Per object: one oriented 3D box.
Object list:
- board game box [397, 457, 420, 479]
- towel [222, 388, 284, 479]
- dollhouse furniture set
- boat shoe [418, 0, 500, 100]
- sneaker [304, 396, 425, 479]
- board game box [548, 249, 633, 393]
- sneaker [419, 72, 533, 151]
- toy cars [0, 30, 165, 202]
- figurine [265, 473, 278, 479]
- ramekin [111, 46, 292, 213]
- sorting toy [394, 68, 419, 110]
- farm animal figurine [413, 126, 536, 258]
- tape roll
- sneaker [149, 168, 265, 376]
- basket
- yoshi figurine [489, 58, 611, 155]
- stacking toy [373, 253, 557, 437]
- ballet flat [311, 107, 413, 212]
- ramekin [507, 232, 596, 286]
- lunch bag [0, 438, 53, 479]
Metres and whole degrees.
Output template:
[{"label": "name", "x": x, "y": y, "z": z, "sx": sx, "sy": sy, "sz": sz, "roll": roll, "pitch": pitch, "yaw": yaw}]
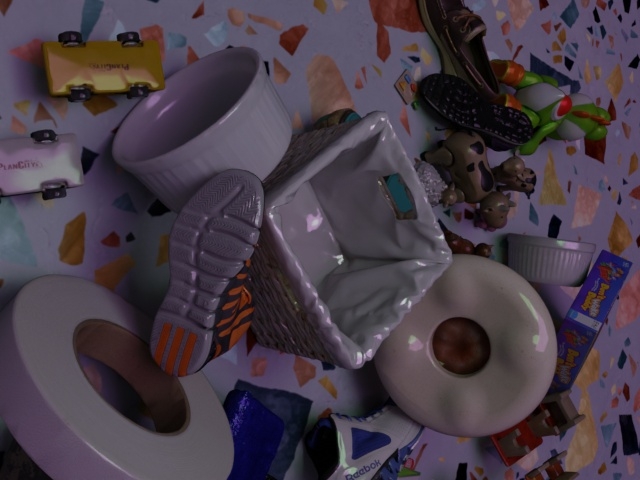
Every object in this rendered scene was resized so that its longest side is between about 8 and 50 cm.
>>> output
[{"label": "board game box", "x": 0.136, "y": 0.572, "z": 1.678, "sx": 0.124, "sy": 0.039, "sz": 0.259, "roll": 28, "pitch": 67, "yaw": -38}, {"label": "towel", "x": -0.149, "y": 0.413, "z": 1.335, "sx": 0.227, "sy": 0.076, "sz": 0.308, "roll": 68, "pitch": 39, "yaw": -67}, {"label": "dollhouse furniture set", "x": 0.499, "y": 0.450, "z": 1.924, "sx": 0.259, "sy": 0.135, "sz": 0.262, "roll": -16, "pitch": 74, "yaw": -40}, {"label": "boat shoe", "x": 0.324, "y": -0.473, "z": 1.829, "sx": 0.123, "sy": 0.123, "sz": 0.342, "roll": -29, "pitch": 107, "yaw": -38}, {"label": "sneaker", "x": 0.079, "y": 0.376, "z": 1.558, "sx": 0.182, "sy": 0.127, "sz": 0.315, "roll": 40, "pitch": 39, "yaw": -2}, {"label": "board game box", "x": 0.638, "y": 0.219, "z": 1.979, "sx": 0.233, "sy": 0.078, "sz": 0.347, "roll": -50, "pitch": 156, "yaw": -31}, {"label": "sneaker", "x": 0.332, "y": -0.274, "z": 1.847, "sx": 0.283, "sy": 0.124, "sz": 0.107, "roll": 25, "pitch": 69, "yaw": -14}, {"label": "toy cars", "x": -0.396, "y": -0.183, "z": 1.213, "sx": 0.176, "sy": 0.087, "sz": 0.393, "roll": 45, "pitch": 64, "yaw": -25}, {"label": "figurine", "x": -0.070, "y": 0.548, "z": 1.471, "sx": 0.209, "sy": 0.092, "sz": 0.214, "roll": 31, "pitch": 69, "yaw": -28}, {"label": "ramekin", "x": -0.178, "y": -0.169, "z": 1.283, "sx": 0.277, "sy": 0.277, "sz": 0.135, "roll": -57, "pitch": 130, "yaw": -28}, {"label": "sorting toy", "x": 0.201, "y": -0.329, "z": 1.788, "sx": 0.083, "sy": 0.012, "sz": 0.062, "roll": 51, "pitch": 57, "yaw": -27}, {"label": "farm animal figurine", "x": 0.364, "y": -0.121, "z": 1.815, "sx": 0.330, "sy": 0.172, "sz": 0.326, "roll": -52, "pitch": 120, "yaw": -30}, {"label": "tape roll", "x": -0.281, "y": 0.210, "z": 1.125, "sx": 0.072, "sy": 0.392, "sz": 0.392, "roll": -44, "pitch": 125, "yaw": 12}, {"label": "sneaker", "x": -0.154, "y": 0.044, "z": 1.234, "sx": 0.321, "sy": 0.125, "sz": 0.180, "roll": -67, "pitch": 167, "yaw": 8}, {"label": "basket", "x": 0.000, "y": 0.000, "z": 1.429, "sx": 0.331, "sy": 0.266, "sz": 0.328, "roll": -43, "pitch": 115, "yaw": -35}, {"label": "yoshi figurine", "x": 0.551, "y": -0.324, "z": 2.028, "sx": 0.362, "sy": 0.203, "sz": 0.203, "roll": 14, "pitch": 38, "yaw": -26}, {"label": "stacking toy", "x": 0.331, "y": 0.185, "z": 1.711, "sx": 0.480, "sy": 0.351, "sz": 0.350, "roll": -13, "pitch": 97, "yaw": -70}, {"label": "ballet flat", "x": 0.094, "y": -0.114, "z": 1.619, "sx": 0.123, "sy": 0.123, "sz": 0.348, "roll": -54, "pitch": 124, "yaw": -29}, {"label": "ramekin", "x": 0.551, "y": 0.047, "z": 1.960, "sx": 0.207, "sy": 0.207, "sz": 0.109, "roll": 6, "pitch": 94, "yaw": -41}, {"label": "lunch bag", "x": -0.330, "y": 0.422, "z": 1.169, "sx": 0.256, "sy": 0.213, "sz": 0.305, "roll": 36, "pitch": 65, "yaw": -53}]
